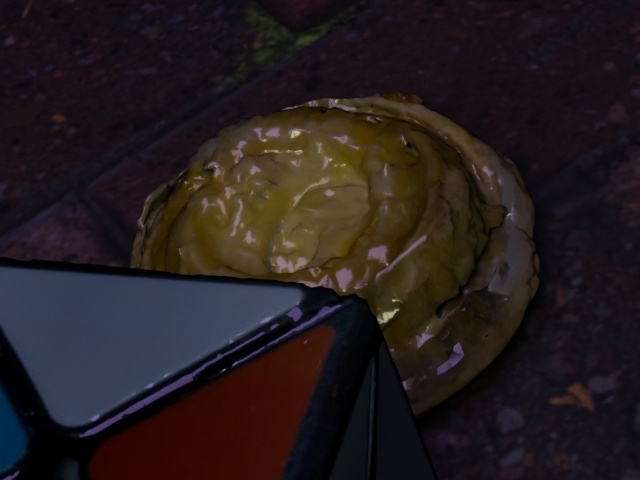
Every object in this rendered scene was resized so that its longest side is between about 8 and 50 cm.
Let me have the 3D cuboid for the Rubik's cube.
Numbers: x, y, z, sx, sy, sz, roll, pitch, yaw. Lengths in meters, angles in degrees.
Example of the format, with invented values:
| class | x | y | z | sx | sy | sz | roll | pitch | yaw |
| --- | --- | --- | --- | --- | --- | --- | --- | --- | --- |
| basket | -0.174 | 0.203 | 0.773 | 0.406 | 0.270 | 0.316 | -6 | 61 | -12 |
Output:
| class | x | y | z | sx | sy | sz | roll | pitch | yaw |
| --- | --- | --- | --- | --- | --- | --- | --- | --- | --- |
| Rubik's cube | -0.090 | 0.177 | 0.850 | 0.246 | 0.248 | 0.250 | 3 | 50 | 21 |

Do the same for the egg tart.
| class | x | y | z | sx | sy | sz | roll | pitch | yaw |
| --- | --- | --- | --- | --- | --- | --- | --- | --- | --- |
| egg tart | 0.000 | 0.000 | 1.087 | 0.279 | 0.095 | 0.279 | -7 | 50 | 9 |
